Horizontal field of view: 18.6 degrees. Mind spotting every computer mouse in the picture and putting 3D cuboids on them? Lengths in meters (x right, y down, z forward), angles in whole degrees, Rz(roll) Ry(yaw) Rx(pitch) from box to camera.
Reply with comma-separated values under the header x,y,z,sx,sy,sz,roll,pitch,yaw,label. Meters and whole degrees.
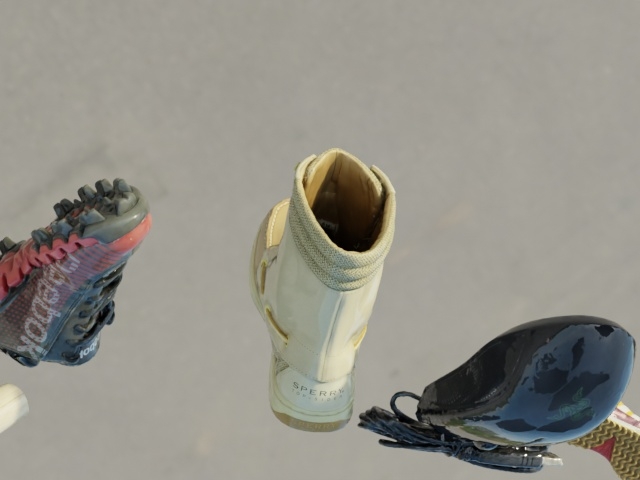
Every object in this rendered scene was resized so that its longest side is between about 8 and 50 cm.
x,y,z,sx,sy,sz,roll,pitch,yaw,label
0.163,0.142,1.589,0.188,0.072,0.272,10,152,-21,computer mouse

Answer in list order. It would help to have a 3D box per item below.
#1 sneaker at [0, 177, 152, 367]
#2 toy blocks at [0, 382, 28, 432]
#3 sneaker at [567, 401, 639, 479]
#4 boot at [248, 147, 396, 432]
x,y,z,sx,sy,sz,roll,pitch,yaw,label
-0.224,0.039,1.766,0.276,0.135,0.097,-30,-168,44,sneaker
-0.519,0.180,2.010,0.260,0.289,0.309,-35,179,-44,toy blocks
0.301,0.186,2.002,0.185,0.084,0.069,33,121,-23,sneaker
0.000,0.000,1.606,0.095,0.262,0.203,6,128,-7,boot
